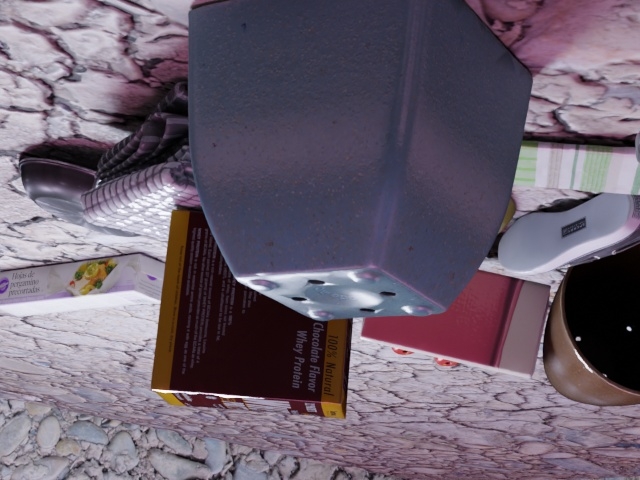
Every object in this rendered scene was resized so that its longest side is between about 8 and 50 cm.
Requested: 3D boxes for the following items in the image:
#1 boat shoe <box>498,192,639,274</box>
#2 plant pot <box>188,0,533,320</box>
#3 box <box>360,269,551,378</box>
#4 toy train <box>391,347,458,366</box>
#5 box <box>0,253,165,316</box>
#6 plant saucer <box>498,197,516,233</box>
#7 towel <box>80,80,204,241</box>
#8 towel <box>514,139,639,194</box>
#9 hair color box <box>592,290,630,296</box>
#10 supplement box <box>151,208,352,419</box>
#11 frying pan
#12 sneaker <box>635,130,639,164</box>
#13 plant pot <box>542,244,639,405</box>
[{"bbox_3d":[0.316,-0.004,1.588,0.076,0.080,0.228,19,151,-32],"label":"boat shoe"},{"bbox_3d":[0.031,-0.064,1.186,0.248,0.252,0.247,-5,160,31],"label":"plant pot"},{"bbox_3d":[0.182,0.097,1.752,0.232,0.126,0.148,12,178,8],"label":"box"},{"bbox_3d":[0.154,0.100,1.929,0.248,0.105,0.143,18,148,-33],"label":"toy train"},{"bbox_3d":[-0.382,0.072,2.051,0.324,0.063,0.067,-8,157,36],"label":"box"},{"bbox_3d":[0.121,-0.029,1.623,0.241,0.037,0.241,5,162,2],"label":"plant saucer"},{"bbox_3d":[-0.096,-0.065,1.454,0.284,0.121,0.235,14,162,-29],"label":"towel"},{"bbox_3d":[0.283,-0.085,1.432,0.152,0.023,0.113,5,160,8],"label":"towel"},{"bbox_3d":[0.442,0.067,1.811,0.141,0.043,0.072,2,161,10],"label":"hair color box"},{"bbox_3d":[-0.063,0.081,1.381,0.194,0.191,0.129,4,165,4],"label":"supplement box"},{"bbox_3d":[-0.228,-0.029,1.646,0.326,0.053,0.197,22,165,-16],"label":"frying pan"},{"bbox_3d":[0.369,-0.103,1.312,0.057,0.047,0.119,5,171,-21],"label":"sneaker"},{"bbox_3d":[0.379,0.131,1.716,0.215,0.215,0.230,8,157,-8],"label":"plant pot"}]
